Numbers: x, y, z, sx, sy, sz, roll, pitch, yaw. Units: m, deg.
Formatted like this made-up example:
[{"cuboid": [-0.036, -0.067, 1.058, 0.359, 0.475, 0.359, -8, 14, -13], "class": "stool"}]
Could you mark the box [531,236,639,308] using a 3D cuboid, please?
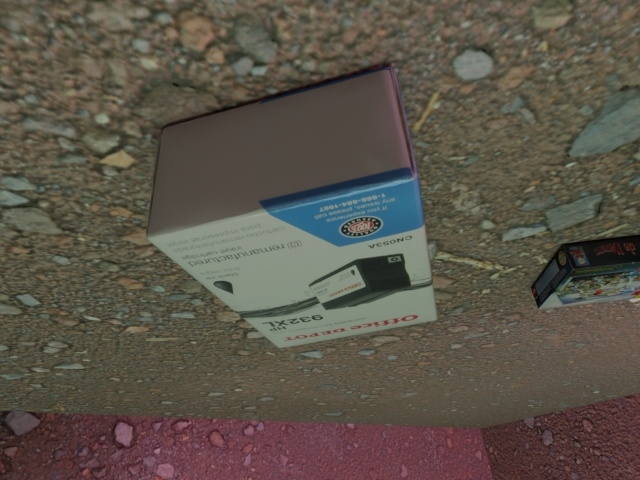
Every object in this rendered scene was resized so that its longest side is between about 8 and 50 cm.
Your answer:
[{"cuboid": [0.490, 0.051, 0.723, 0.233, 0.044, 0.159, -7, 149, 2], "class": "box"}]

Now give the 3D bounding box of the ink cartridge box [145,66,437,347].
[{"cuboid": [0.000, 0.000, 0.485, 0.223, 0.129, 0.307, -12, 148, 11], "class": "ink cartridge box"}]
